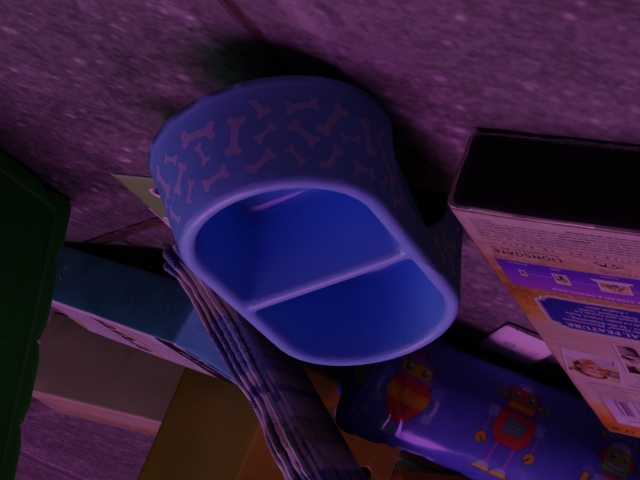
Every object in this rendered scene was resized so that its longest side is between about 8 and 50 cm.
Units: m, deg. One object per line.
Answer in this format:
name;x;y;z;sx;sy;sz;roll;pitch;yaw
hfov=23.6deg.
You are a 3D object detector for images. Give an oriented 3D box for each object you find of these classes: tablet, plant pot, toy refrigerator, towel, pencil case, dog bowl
tablet;0.176;0.093;1.350;0.054;0.006;0.083;22;161;-6
plant pot;-0.031;0.206;1.508;0.212;0.212;0.187;26;169;-18
toy refrigerator;-0.205;0.169;1.799;0.269;0.102;0.094;9;159;27
towel;-0.034;0.131;1.302;0.285;0.034;0.209;59;-174;12
pencil case;0.154;0.167;1.401;0.306;0.119;0.133;24;166;-13
dog bowl;0.000;0.000;1.054;0.166;0.074;0.297;-19;146;17

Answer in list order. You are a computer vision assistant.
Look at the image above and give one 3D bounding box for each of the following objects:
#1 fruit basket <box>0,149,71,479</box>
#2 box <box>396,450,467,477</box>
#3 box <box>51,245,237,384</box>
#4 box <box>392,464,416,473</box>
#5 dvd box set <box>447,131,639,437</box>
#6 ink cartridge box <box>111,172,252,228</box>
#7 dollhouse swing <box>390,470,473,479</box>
fruit basket;-0.445;0.073;1.358;0.392;0.392;0.283;5;157;37
box;0.128;0.220;1.645;0.145;0.038;0.186;22;161;-8
box;-0.174;0.068;1.493;0.244;0.060;0.100;14;163;44
box;0.105;0.314;1.962;0.059;0.054;0.169;12;159;21
dvd box set;0.299;0.064;1.062;0.308;0.062;0.420;8;158;30
ink cartridge box;-0.056;-0.022;1.173;0.109;0.062;0.209;9;158;31
dollhouse swing;0.197;0.408;1.672;0.347;0.315;0.305;9;143;-20
